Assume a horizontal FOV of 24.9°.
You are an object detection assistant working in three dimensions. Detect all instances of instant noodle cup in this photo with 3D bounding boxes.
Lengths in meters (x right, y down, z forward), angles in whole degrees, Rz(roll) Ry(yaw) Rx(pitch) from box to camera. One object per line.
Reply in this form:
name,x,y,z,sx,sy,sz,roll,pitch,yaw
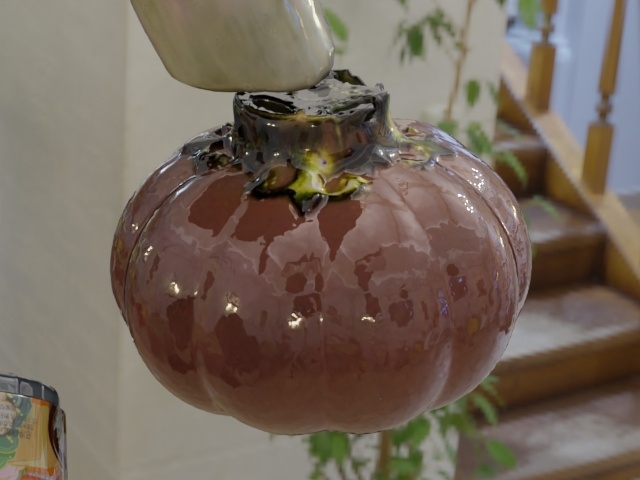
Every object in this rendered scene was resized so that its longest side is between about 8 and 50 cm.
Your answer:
instant noodle cup,-0.215,0.142,0.839,0.208,0.126,0.177,9,-20,-22

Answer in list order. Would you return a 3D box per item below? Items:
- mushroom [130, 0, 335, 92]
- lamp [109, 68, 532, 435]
mushroom,-0.125,-0.285,0.912,0.325,0.353,0.353,10,20,-2
lamp,0.000,0.000,1.043,0.305,0.240,0.305,-1,26,1
